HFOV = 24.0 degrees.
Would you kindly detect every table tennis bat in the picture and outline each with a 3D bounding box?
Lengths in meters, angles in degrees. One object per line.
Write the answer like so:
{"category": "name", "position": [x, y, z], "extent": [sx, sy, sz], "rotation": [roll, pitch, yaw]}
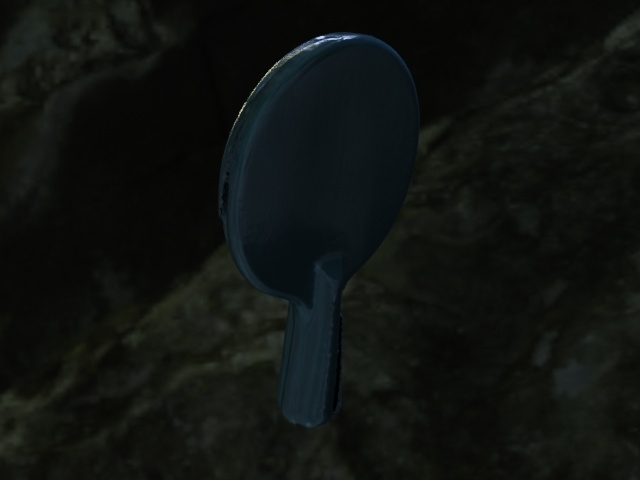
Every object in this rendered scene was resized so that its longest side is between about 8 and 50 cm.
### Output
{"category": "table tennis bat", "position": [0.000, 0.000, 0.707], "extent": [0.033, 0.124, 0.201], "rotation": [27, -55, 37]}
